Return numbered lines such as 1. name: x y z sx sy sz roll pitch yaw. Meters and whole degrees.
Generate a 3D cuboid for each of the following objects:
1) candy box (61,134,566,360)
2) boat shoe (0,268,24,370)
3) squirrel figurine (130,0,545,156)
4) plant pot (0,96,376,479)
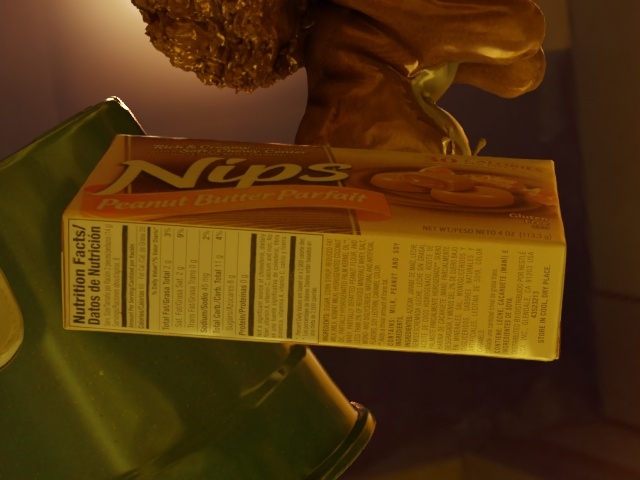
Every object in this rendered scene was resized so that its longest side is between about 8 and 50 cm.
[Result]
1. candy box: 0.000 0.000 1.215 0.183 0.316 0.088 -76 -12 -71
2. boat shoe: -0.301 -0.030 1.183 0.302 0.113 0.103 47 146 -9
3. squirrel figurine: 0.021 -0.207 1.740 0.281 0.397 0.370 -21 -51 -85
4. plant pot: -0.185 0.088 1.443 0.334 0.341 0.341 59 155 -8
